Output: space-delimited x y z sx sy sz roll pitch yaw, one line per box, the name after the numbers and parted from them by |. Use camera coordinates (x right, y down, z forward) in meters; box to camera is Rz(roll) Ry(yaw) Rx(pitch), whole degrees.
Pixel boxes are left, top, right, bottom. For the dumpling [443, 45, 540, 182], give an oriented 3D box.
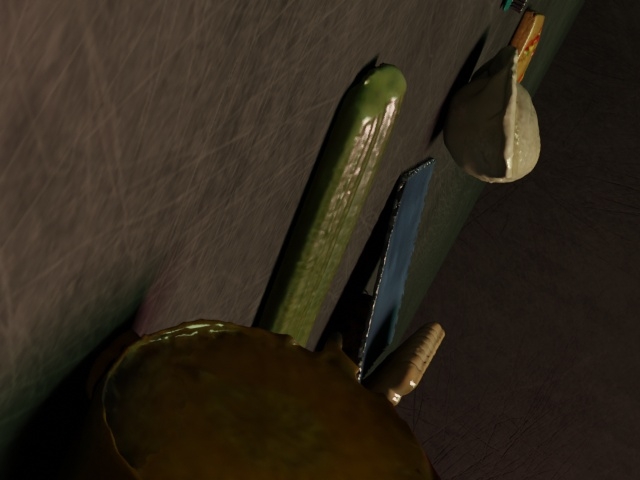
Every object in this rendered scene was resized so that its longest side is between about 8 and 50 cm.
0.217 -0.157 1.739 0.216 0.126 0.166 -37 138 -67 | dumpling

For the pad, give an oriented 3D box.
0.095 0.032 1.758 0.270 0.012 0.269 -30 134 -77 | pad

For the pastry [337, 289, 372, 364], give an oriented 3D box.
0.040 0.135 1.798 0.140 0.056 0.080 -61 168 -19 | pastry

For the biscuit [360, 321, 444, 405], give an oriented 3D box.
0.027 0.236 1.810 0.325 0.044 0.217 -45 -179 21 | biscuit

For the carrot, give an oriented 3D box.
-0.071 0.234 0.756 0.340 0.224 0.224 -66 172 27 | carrot

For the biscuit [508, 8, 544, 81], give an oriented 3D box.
0.311 -0.281 2.229 0.212 0.041 0.238 -56 171 -31 | biscuit

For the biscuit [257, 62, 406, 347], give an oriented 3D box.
0.000 0.000 1.119 0.099 0.038 0.322 -48 164 -52 | biscuit

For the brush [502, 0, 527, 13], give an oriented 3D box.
0.262 -0.346 1.688 0.043 0.032 0.193 -56 172 -38 | brush
